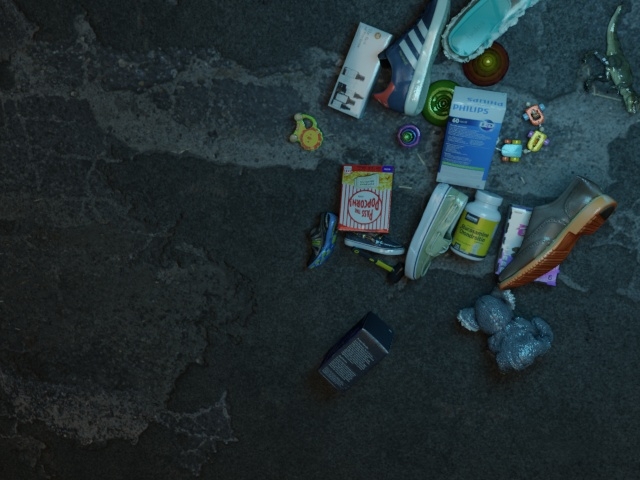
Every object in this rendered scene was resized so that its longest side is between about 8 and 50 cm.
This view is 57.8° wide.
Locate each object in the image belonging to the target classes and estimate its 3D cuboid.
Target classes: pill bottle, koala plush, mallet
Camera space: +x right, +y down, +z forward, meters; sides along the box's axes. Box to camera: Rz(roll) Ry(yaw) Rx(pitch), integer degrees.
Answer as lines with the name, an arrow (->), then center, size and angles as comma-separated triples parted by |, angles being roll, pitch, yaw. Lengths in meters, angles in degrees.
pill bottle -> 0.438, -0.044, 1.613 | 0.103, 0.103, 0.184 | 19, 107, 8
koala plush -> 0.515, 0.244, 1.634 | 0.196, 0.203, 0.221 | -37, 81, 19
mallet -> 0.175, 0.058, 1.701 | 0.190, 0.039, 0.062 | 35, 111, -24

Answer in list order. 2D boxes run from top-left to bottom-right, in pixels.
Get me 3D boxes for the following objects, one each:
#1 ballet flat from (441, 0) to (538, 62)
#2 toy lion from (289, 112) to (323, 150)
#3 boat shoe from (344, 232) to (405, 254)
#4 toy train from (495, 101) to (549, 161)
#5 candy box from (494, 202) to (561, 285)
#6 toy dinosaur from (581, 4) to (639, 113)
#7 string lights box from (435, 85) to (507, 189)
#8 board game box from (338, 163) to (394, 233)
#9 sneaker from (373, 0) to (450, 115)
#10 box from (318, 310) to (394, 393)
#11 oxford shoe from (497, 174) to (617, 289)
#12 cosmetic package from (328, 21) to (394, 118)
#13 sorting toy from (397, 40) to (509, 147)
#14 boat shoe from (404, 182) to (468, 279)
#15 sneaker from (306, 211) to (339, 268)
ballet flat -> 0.464, -0.615, 1.449 | 0.409, 0.147, 0.147 | -40, 92, 17
toy lion -> -0.036, -0.316, 1.701 | 0.096, 0.034, 0.100 | 14, 106, 3
boat shoe -> 0.162, -0.013, 1.707 | 0.184, 0.065, 0.083 | 12, 105, 11
toy train -> 0.540, -0.287, 1.561 | 0.166, 0.046, 0.125 | -35, 92, 16
candy box -> 0.586, 0.009, 1.607 | 0.165, 0.070, 0.196 | 11, 106, 11
toy dinosaur -> 0.729, -0.442, 1.470 | 0.118, 0.064, 0.268 | -15, 98, 10
string lights box -> 0.391, -0.263, 1.520 | 0.133, 0.076, 0.259 | 12, 137, 10
board game box -> 0.133, -0.119, 1.669 | 0.147, 0.045, 0.193 | 3, 85, 13
sneaker -> 0.234, -0.509, 1.514 | 0.148, 0.131, 0.349 | 19, 91, 17
box -> 0.111, 0.337, 1.762 | 0.108, 0.153, 0.207 | 44, 108, 1
oxford shoe -> 0.589, -0.011, 1.521 | 0.363, 0.130, 0.132 | -49, 57, 25
cosmetic package -> 0.112, -0.468, 1.609 | 0.099, 0.060, 0.239 | 24, 108, 6
sorting toy -> 0.344, -0.381, 1.541 | 0.365, 0.126, 0.127 | -43, 91, 18
boat shoe -> 0.320, -0.010, 1.627 | 0.094, 0.109, 0.302 | 28, 119, 22
sneaker -> 0.000, 0.000, 1.759 | 0.078, 0.067, 0.188 | 30, 112, 27
